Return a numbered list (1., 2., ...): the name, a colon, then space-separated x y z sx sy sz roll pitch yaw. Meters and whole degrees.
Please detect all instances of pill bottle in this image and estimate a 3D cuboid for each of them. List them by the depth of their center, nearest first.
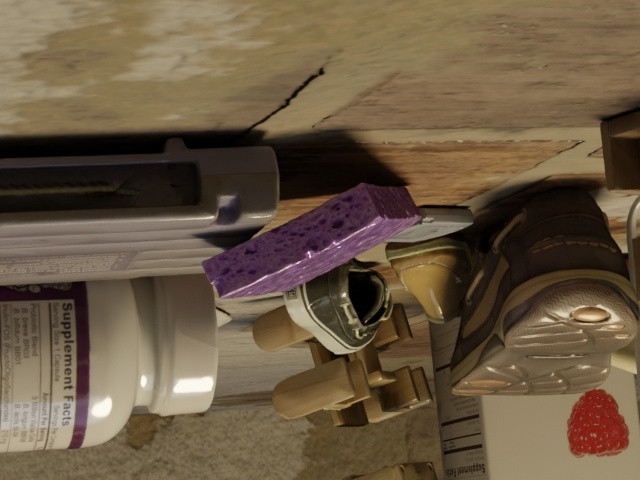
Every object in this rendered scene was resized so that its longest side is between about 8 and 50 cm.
1. pill bottle: -0.235 0.075 1.302 0.301 0.169 0.169 -2 170 -16

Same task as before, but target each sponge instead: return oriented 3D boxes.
1. sponge: 0.000 0.000 1.182 0.117 0.031 0.210 -27 175 10

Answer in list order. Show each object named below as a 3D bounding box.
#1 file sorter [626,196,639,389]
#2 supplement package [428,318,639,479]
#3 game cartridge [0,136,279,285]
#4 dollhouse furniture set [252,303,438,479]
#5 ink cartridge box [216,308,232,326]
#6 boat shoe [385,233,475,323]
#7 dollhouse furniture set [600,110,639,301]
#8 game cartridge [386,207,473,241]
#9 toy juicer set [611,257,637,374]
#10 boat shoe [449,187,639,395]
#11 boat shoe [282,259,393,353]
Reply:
1. file sorter: 0.402 0.044 1.393 0.277 0.193 0.173 1 172 -33
2. supplement package: 0.232 0.190 1.863 0.177 0.293 0.175 -4 171 -13
3. game cartridge: -0.222 -0.012 1.121 0.355 0.068 0.230 -3 174 -15
4. dollhouse furniture set: 0.010 0.192 1.892 0.161 0.242 0.212 -23 165 23
5. ink cartridge box: -0.309 0.105 1.819 0.385 0.091 0.308 -23 168 5
6. boat shoe: 0.108 0.038 1.548 0.068 0.072 0.190 -8 170 19
7. dollhouse furniture set: 0.352 0.050 1.041 0.198 0.303 0.286 3 168 -38
8. game cartridge: 0.083 -0.013 1.406 0.056 0.017 0.083 5 167 -33
9. toy juicer set: 0.325 0.059 1.629 0.209 0.089 0.329 14 -166 10
10. boat shoe: 0.189 0.050 1.468 0.132 0.130 0.355 3 163 -9
11. boat shoe: 0.030 0.062 1.643 0.070 0.078 0.219 -7 169 17
